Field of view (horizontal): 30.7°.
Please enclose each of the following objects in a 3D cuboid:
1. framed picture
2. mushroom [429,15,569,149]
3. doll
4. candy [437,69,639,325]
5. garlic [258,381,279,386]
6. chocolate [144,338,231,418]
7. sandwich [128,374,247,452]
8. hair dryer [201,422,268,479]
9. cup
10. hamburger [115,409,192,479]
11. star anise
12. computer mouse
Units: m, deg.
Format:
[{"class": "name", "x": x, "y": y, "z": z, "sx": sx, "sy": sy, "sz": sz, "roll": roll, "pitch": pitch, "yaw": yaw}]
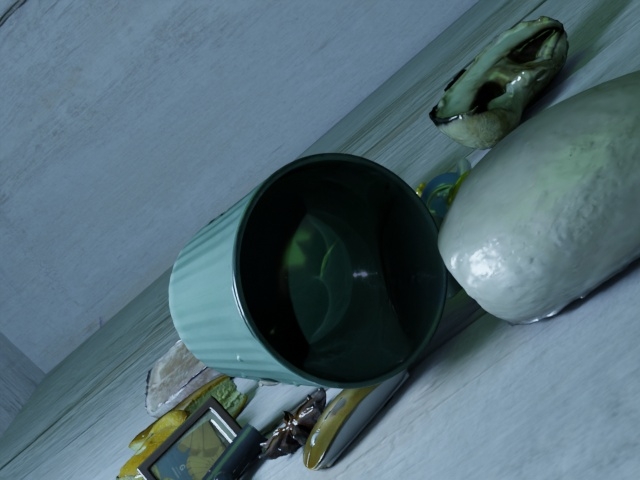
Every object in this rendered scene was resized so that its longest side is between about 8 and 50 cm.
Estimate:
[{"class": "framed picture", "x": -0.193, "y": 0.348, "z": 1.850, "sx": 0.168, "sy": 0.128, "sz": 0.023, "roll": -44, "pitch": -29, "yaw": -4}, {"class": "mushroom", "x": 0.356, "y": -0.285, "z": 2.226, "sx": 0.247, "sy": 0.130, "sz": 0.344, "roll": -9, "pitch": 34, "yaw": 43}, {"class": "doll", "x": 0.230, "y": -0.065, "z": 1.913, "sx": 0.135, "sy": 0.098, "sz": 0.241, "roll": -42, "pitch": 9, "yaw": -16}, {"class": "candy", "x": 0.326, "y": -0.082, "z": 1.461, "sx": 0.427, "sy": 0.186, "sz": 0.386, "roll": -34, "pitch": 11, "yaw": 25}, {"class": "garlic", "x": -0.059, "y": 0.133, "z": 2.023, "sx": 0.212, "sy": 0.218, "sz": 0.218, "roll": -32, "pitch": 3, "yaw": -32}, {"class": "chocolate", "x": -0.229, "y": 0.249, "z": 2.364, "sx": 0.303, "sy": 0.100, "sz": 0.185, "roll": -42, "pitch": 22, "yaw": 21}, {"class": "sandwich", "x": -0.244, "y": 0.343, "z": 2.103, "sx": 0.244, "sy": 0.090, "sz": 0.088, "roll": -38, "pitch": 8, "yaw": 14}, {"class": "hair dryer", "x": -0.122, "y": 0.362, "z": 1.719, "sx": 0.173, "sy": 0.050, "sz": 0.195, "roll": -54, "pitch": 19, "yaw": -12}, {"class": "cup", "x": 0.000, "y": 0.077, "z": 1.691, "sx": 0.392, "sy": 0.401, "sz": 0.310, "roll": -18, "pitch": 51, "yaw": 64}, {"class": "hamburger", "x": -0.250, "y": 0.381, "z": 1.968, "sx": 0.177, "sy": 0.113, "sz": 0.185, "roll": -38, "pitch": 20, "yaw": 0}, {"class": "star anise", "x": -0.032, "y": 0.276, "z": 1.730, "sx": 0.141, "sy": 0.042, "sz": 0.141, "roll": -45, "pitch": 11, "yaw": 11}, {"class": "computer mouse", "x": 0.043, "y": 0.235, "z": 1.617, "sx": 0.199, "sy": 0.045, "sz": 0.102, "roll": -46, "pitch": 9, "yaw": -13}]
